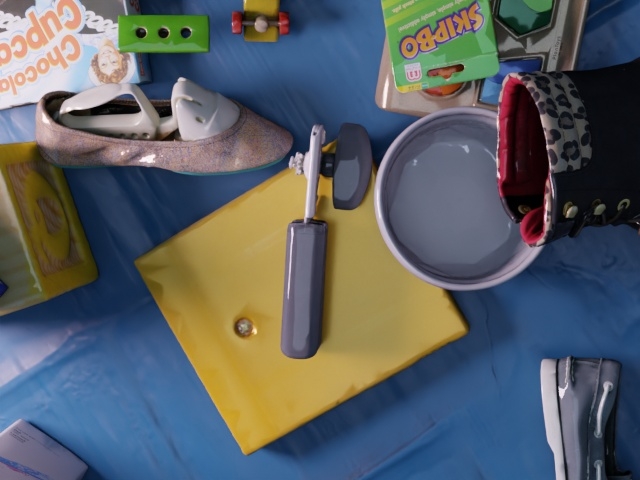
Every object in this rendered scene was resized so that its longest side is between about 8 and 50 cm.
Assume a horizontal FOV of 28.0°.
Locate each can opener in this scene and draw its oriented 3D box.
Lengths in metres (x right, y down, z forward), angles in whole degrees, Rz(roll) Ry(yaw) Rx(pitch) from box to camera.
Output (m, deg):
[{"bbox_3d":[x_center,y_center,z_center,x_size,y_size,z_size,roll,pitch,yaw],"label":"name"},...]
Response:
[{"bbox_3d":[0.000,0.000,1.502,0.093,0.074,0.281,9,96,7],"label":"can opener"}]

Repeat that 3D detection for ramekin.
[{"bbox_3d":[0.159,-0.044,1.476,0.207,0.109,0.207,0,86,-5],"label":"ramekin"}]

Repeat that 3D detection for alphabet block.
[{"bbox_3d":[-0.414,0.000,1.563,0.197,0.192,0.194,-19,94,10],"label":"alphabet block"}]

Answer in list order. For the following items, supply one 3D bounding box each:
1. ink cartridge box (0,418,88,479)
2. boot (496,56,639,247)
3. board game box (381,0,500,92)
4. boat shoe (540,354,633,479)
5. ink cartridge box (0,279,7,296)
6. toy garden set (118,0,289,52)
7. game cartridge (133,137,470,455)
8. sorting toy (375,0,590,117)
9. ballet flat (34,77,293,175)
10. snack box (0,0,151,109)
[{"bbox_3d":[-0.413,0.360,1.555,0.117,0.278,0.201,33,100,2],"label":"ink cartridge box"},{"bbox_3d":[0.347,-0.027,1.390,0.284,0.138,0.378,-7,91,-22],"label":"boot"},{"bbox_3d":[0.128,-0.305,1.480,0.124,0.039,0.260,-9,84,12],"label":"board game box"},{"bbox_3d":[0.327,0.291,1.500,0.099,0.116,0.320,-9,89,15],"label":"boat shoe"},{"bbox_3d":[-0.450,0.001,1.424,0.207,0.097,0.046,45,102,2],"label":"ink cartridge box"},{"bbox_3d":[-0.141,-0.343,1.542,0.203,0.049,0.244,-1,85,-3],"label":"toy garden set"},{"bbox_3d":[-0.024,0.066,1.575,0.323,0.052,0.285,-30,90,9],"label":"game cartridge"},{"bbox_3d":[0.198,-0.286,1.499,0.229,0.041,0.307,11,98,9],"label":"sorting toy"},{"bbox_3d":[-0.192,-0.139,1.531,0.315,0.108,0.106,-2,131,3],"label":"ballet flat"},{"bbox_3d":[-0.382,-0.260,1.595,0.321,0.060,0.187,-9,95,10],"label":"snack box"}]
